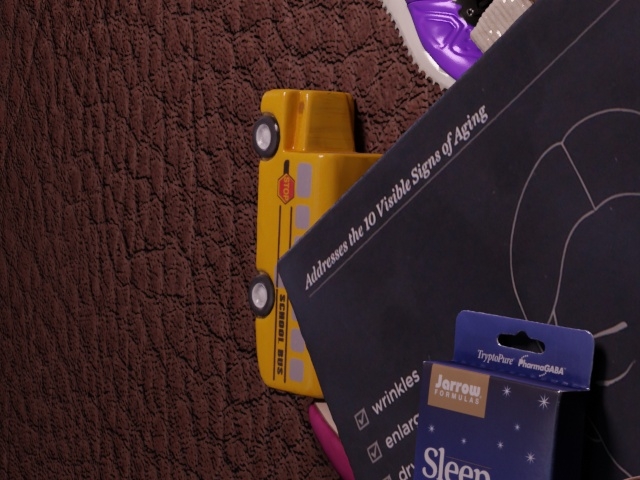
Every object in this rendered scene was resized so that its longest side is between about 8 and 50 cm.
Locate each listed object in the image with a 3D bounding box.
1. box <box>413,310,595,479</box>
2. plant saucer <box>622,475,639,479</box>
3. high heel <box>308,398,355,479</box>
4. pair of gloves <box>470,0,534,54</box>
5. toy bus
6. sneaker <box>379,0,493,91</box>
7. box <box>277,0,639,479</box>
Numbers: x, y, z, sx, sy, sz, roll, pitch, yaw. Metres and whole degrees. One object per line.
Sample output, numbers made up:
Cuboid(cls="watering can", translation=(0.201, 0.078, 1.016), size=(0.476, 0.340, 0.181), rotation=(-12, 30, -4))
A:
Cuboid(cls="box", translation=(0.120, 0.166, 1.089), size=(0.136, 0.036, 0.225), rotation=(7, 93, 51))
Cuboid(cls="plant saucer", translation=(0.218, 0.229, 0.971), size=(0.168, 0.029, 0.168), rotation=(-2, 87, 51))
Cuboid(cls="high heel", translation=(0.086, 0.317, 1.626), size=(0.377, 0.127, 0.181), rotation=(42, 120, 44))
Cuboid(cls="pair of gloves", translation=(0.251, -0.180, 1.396), size=(0.240, 0.042, 0.204), rotation=(-42, 71, 38))
Cuboid(cls="toy bus", translation=(0.000, 0.000, 1.748), size=(0.130, 0.108, 0.333), rotation=(7, 96, 52))
Cuboid(cls="sneaker", translation=(0.142, -0.257, 1.563), size=(0.146, 0.102, 0.293), rotation=(-58, 48, 34))
Cuboid(cls="box", translation=(0.266, 0.091, 1.166), size=(0.480, 0.297, 0.472), rotation=(-44, 58, 40))
